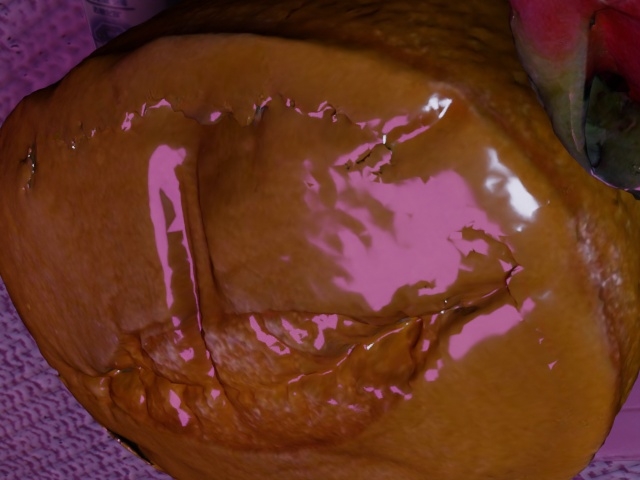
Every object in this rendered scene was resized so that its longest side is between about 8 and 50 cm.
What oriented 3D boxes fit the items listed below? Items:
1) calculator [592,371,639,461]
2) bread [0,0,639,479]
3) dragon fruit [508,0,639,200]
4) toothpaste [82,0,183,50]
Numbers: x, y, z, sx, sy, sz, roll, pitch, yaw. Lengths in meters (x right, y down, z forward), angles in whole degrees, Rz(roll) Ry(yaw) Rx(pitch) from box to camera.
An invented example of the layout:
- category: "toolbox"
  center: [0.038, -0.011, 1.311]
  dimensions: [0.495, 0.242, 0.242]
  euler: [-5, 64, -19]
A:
- category: "calculator"
  center: [0.076, -0.013, 0.729]
  dimensions: [0.194, 0.043, 0.294]
  euler: [-8, 123, 43]
- category: "bread"
  center: [0.000, 0.000, 0.659]
  dimensions: [0.270, 0.142, 0.195]
  euler: [-4, 123, 48]
- category: "dragon fruit"
  center: [0.132, -0.123, 0.474]
  dimensions: [0.218, 0.198, 0.272]
  euler: [18, 124, 66]
- category: "toothpaste"
  center: [-0.076, -0.115, 0.739]
  dimensions: [0.062, 0.039, 0.239]
  euler: [17, 136, 29]
